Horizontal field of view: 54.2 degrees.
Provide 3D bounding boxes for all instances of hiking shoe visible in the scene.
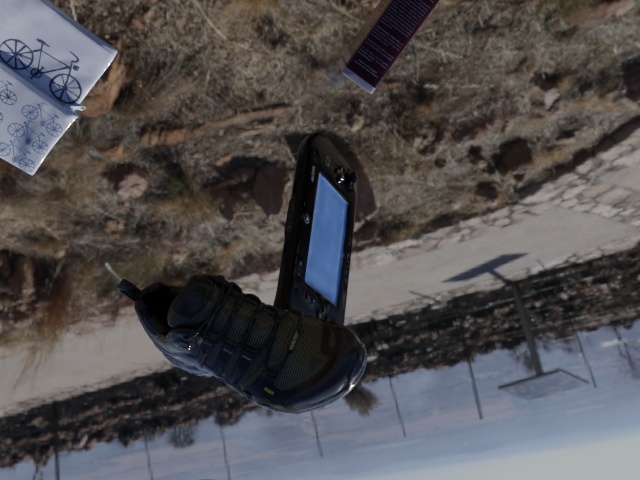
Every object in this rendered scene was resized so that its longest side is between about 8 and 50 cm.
[{"bbox_3d":[-0.074,0.081,0.529,0.226,0.086,0.114,3,150,30],"label":"hiking shoe"}]

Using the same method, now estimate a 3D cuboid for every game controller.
[{"bbox_3d":[0.000,0.000,0.932,0.067,0.319,0.166,-3,153,20],"label":"game controller"}]

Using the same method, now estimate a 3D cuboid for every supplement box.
[{"bbox_3d":[0.131,-0.395,1.137,0.073,0.130,0.239,32,110,-14],"label":"supplement box"}]

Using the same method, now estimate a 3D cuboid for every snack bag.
[{"bbox_3d":[-0.618,-0.339,1.232,0.323,0.037,0.342,37,103,-32],"label":"snack bag"}]

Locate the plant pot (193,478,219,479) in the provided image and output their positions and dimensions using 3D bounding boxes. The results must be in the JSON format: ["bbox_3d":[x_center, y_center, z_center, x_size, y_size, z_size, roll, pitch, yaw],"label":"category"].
[{"bbox_3d":[-0.134,0.357,0.693,0.215,0.215,0.230,-3,143,-16],"label":"plant pot"}]
